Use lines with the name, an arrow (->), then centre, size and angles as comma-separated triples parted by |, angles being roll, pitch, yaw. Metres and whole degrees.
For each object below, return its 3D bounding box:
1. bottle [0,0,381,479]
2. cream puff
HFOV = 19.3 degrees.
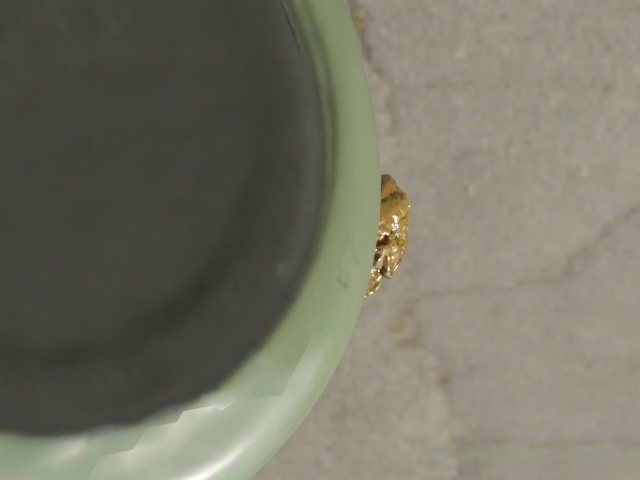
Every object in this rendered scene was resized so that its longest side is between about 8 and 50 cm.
bottle -> -0.134, 0.018, 0.462 | 0.168, 0.168, 0.347 | 9, 160, -27
cream puff -> 0.002, 0.001, 1.368 | 0.144, 0.126, 0.103 | -31, 111, 18
